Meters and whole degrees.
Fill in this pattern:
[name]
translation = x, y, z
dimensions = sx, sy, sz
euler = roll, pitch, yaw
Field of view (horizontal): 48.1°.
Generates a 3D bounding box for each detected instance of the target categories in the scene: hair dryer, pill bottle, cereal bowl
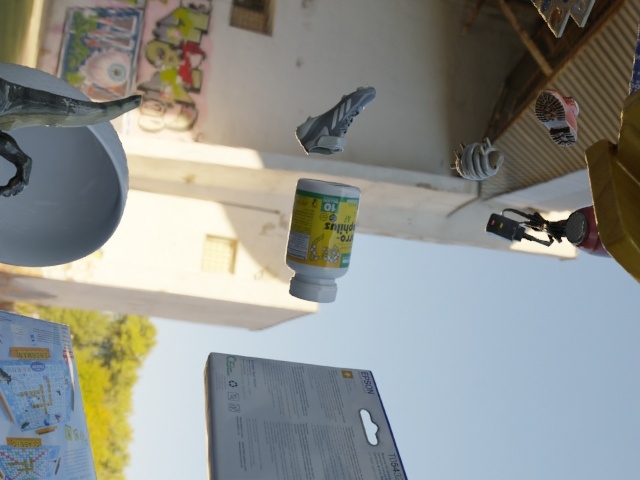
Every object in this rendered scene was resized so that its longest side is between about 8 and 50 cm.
[hair dryer]
translation = 0.419, -0.028, 1.132
dimensions = 0.223, 0.293, 0.080
euler = -18, 118, -63
[pill bottle]
translation = 0.000, 0.000, 1.277
dimensions = 0.117, 0.118, 0.208
euler = -149, -113, -69
[cereal bowl]
translation = -0.461, -0.126, 1.114
dimensions = 0.141, 0.339, 0.339
euler = -94, -158, -52

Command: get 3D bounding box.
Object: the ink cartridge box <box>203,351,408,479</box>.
[ink cartridge box]
translation = -0.036, 0.339, 1.258
dimensions = 0.324, 0.330, 0.071
euler = -107, -149, -58

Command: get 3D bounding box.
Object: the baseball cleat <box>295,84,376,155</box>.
[baseball cleat]
translation = 0.049, -0.257, 1.592
dimensions = 0.109, 0.206, 0.072
euler = 59, 3, 18

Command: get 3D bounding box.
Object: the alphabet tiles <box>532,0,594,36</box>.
[alphabet tiles]
translation = 0.471, -0.578, 1.385
dimensions = 0.285, 0.011, 0.342
euler = 101, -17, -46

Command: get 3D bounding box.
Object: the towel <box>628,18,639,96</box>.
[towel]
translation = 0.487, -0.196, 0.828
dimensions = 0.040, 0.243, 0.336
euler = -72, 159, -50

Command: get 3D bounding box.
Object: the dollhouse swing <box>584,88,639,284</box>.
[dollhouse swing]
translation = 0.414, 0.013, 0.558
dimensions = 0.347, 0.315, 0.305
euler = -37, -164, 47

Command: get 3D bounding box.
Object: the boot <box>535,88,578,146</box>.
[boot]
translation = 0.479, -0.267, 1.442
dimensions = 0.059, 0.158, 0.084
euler = 5, -115, 38

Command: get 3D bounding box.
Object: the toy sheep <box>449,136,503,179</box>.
[toy sheep]
translation = 0.341, -0.174, 1.569
dimensions = 0.132, 0.091, 0.091
euler = -1, -102, 47

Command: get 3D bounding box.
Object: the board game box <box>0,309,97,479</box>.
[board game box]
translation = -0.418, 0.262, 0.999
dimensions = 0.318, 0.066, 0.318
euler = 67, 8, -76

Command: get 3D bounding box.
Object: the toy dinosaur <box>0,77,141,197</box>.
[toy dinosaur]
translation = -0.294, -0.099, 0.617
dimensions = 0.064, 0.268, 0.118
euler = 20, -81, 62
